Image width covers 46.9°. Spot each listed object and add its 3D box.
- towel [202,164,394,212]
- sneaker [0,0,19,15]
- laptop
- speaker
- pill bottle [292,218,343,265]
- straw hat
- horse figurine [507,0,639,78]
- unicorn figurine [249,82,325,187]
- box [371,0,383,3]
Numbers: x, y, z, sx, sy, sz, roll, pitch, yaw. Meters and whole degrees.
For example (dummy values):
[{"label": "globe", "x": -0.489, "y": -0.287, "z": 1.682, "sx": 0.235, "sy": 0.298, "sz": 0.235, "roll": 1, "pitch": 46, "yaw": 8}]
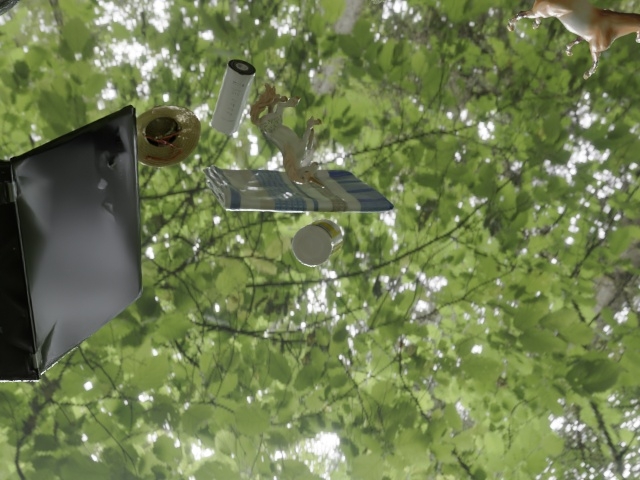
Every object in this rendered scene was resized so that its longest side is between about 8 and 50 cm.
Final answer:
[{"label": "towel", "x": -0.044, "y": -0.087, "z": 1.239, "sx": 0.284, "sy": 0.034, "sz": 0.209, "roll": 0, "pitch": -162, "yaw": -18}, {"label": "sneaker", "x": -0.416, "y": -0.326, "z": 0.496, "sx": 0.447, "sy": 0.258, "sz": 0.169, "roll": 20, "pitch": -132, "yaw": -10}, {"label": "laptop", "x": -0.497, "y": 0.002, "z": 1.151, "sx": 0.407, "sy": 0.382, "sz": 0.236, "roll": 0, "pitch": -149, "yaw": -10}, {"label": "speaker", "x": -0.166, "y": -0.270, "z": 1.397, "sx": 0.055, "sy": 0.136, "sz": 0.055, "roll": 15, "pitch": -142, "yaw": -12}, {"label": "pill bottle", "x": 0.000, "y": 0.000, "z": 1.177, "sx": 0.065, "sy": 0.065, "sz": 0.116, "roll": 19, "pitch": -167, "yaw": 11}, {"label": "straw hat", "x": -0.285, "y": -0.202, "z": 1.306, "sx": 0.144, "sy": 0.145, "sz": 0.061, "roll": -16, "pitch": -126, "yaw": -13}, {"label": "horse figurine", "x": 0.441, "y": -0.390, "z": 1.299, "sx": 0.263, "sy": 0.174, "sz": 0.066, "roll": 34, "pitch": -108, "yaw": -1}, {"label": "unicorn figurine", "x": -0.043, "y": -0.153, "z": 1.110, "sx": 0.161, "sy": 0.060, "sz": 0.111, "roll": 35, "pitch": -119, "yaw": -4}, {"label": "box", "x": 0.052, "y": -0.352, "z": 0.754, "sx": 0.094, "sy": 0.275, "sz": 0.113, "roll": -14, "pitch": -96, "yaw": 17}]
